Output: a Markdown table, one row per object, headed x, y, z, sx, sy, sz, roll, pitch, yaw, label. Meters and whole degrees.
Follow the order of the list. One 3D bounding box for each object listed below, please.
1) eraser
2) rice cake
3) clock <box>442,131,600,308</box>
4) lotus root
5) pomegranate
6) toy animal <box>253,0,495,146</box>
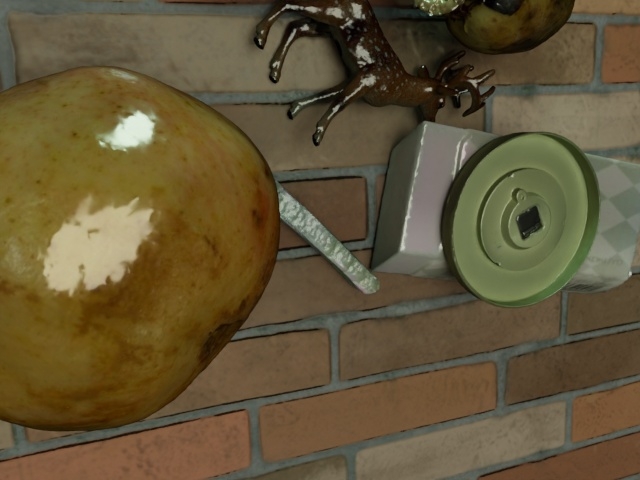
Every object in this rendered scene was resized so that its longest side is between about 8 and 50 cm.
| x | y | z | sx | sy | sz | roll | pitch | yaw | label |
| --- | --- | --- | --- | --- | --- | --- | --- | --- | --- |
| 0.278 | -0.031 | 0.854 | 0.397 | 0.082 | 0.212 | 6 | 98 | -22 | eraser |
| 0.000 | 0.000 | 0.776 | 0.034 | 0.043 | 0.211 | -46 | 113 | 1 | rice cake |
| 0.267 | -0.025 | 0.790 | 0.235 | 0.029 | 0.234 | -4 | 103 | -20 | clock |
| 0.218 | -0.307 | 0.714 | 0.314 | 0.141 | 0.169 | -20 | 84 | -50 | lotus root |
| -0.211 | -0.005 | 0.565 | 0.339 | 0.338 | 0.337 | -4 | 102 | -20 | pomegranate |
| 0.075 | -0.219 | 0.738 | 0.260 | 0.087 | 0.243 | -31 | 112 | -9 | toy animal |
